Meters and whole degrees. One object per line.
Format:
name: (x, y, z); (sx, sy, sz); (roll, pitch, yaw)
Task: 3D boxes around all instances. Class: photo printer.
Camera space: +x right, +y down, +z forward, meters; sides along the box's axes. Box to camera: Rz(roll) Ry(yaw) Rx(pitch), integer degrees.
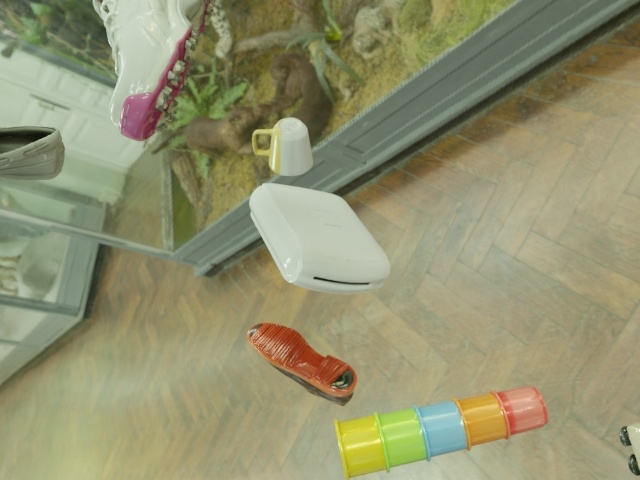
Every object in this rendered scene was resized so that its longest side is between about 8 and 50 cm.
photo printer: (0.000, 0.000, 1.224); (0.107, 0.255, 0.308); (-63, 38, 27)

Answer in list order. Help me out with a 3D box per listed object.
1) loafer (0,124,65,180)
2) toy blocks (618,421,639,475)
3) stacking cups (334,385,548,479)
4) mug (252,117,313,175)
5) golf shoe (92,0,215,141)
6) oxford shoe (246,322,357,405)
loafer: (-0.633, -0.165, 0.974); (0.112, 0.319, 0.112); (58, 141, 29)
toy blocks: (0.513, 0.270, 0.469); (0.309, 0.259, 0.289); (156, 98, -69)
stacking cups: (0.183, 0.289, 0.836); (0.096, 0.316, 0.096); (169, 90, -86)
mug: (-0.048, -0.129, 0.741); (0.064, 0.078, 0.062); (91, 156, -47)
golf shoe: (-0.204, -0.244, 0.618); (0.115, 0.140, 0.306); (127, 155, -53)
oxford shoe: (-0.049, 0.274, 1.178); (0.271, 0.097, 0.098); (29, 140, 23)
